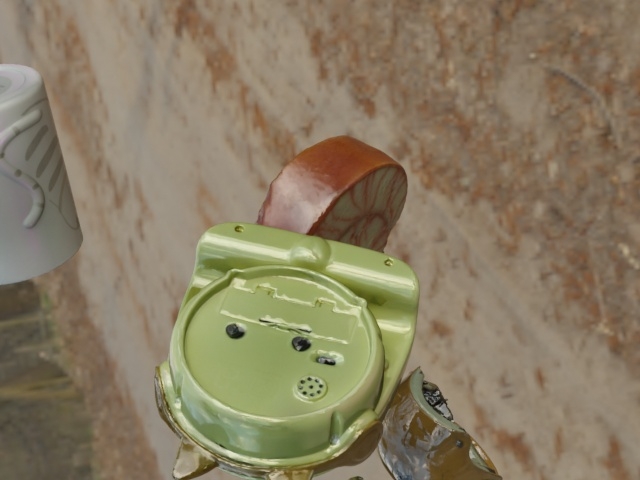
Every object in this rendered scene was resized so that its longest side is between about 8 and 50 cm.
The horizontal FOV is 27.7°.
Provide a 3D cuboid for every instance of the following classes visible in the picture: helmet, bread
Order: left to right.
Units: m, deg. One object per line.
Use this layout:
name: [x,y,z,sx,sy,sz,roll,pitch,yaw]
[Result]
bread: [-0.003,0.002,1.960,0.114,0.295,0.327,31,101,23]
helmet: [0.152,0.293,1.826,0.224,0.130,0.198,52,-175,-47]

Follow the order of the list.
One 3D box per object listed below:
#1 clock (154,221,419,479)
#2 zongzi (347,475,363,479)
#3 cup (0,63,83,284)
clock: [-0.048,0.144,1.514,0.117,0.286,0.348,94,-169,-46]
zongzi: [0.052,0.396,1.902,0.076,0.040,0.083,116,141,-48]
cup: [-0.223,-0.039,0.895,0.136,0.099,0.133,-123,23,-60]
